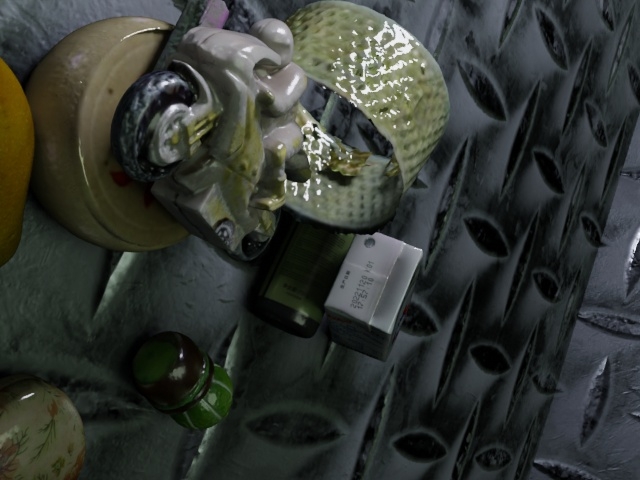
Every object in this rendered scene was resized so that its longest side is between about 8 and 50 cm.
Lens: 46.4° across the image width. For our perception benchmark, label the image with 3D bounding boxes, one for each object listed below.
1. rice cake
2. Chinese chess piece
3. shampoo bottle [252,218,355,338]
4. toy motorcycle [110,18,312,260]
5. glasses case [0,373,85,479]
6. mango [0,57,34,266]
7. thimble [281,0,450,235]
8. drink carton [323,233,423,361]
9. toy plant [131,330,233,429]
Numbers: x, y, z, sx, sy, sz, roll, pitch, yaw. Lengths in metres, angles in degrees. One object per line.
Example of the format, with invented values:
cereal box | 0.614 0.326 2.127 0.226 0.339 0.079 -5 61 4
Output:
rice cake | -0.145 -0.159 0.739 0.047 0.036 0.207 48 58 -54
Chinese chess piece | -0.197 -0.111 0.800 0.250 0.103 0.250 -23 119 -50
shampoo bottle | 0.000 0.000 1.108 0.101 0.101 0.284 43 67 -51
toy motorcycle | -0.083 -0.108 0.754 0.223 0.108 0.341 -63 159 -13
glasses case | -0.397 0.275 0.663 0.425 0.098 0.156 -35 131 -43
mango | -0.318 -0.068 0.659 0.136 0.099 0.227 -30 134 -46
thimble | 0.015 -0.149 0.940 0.150 0.271 0.271 -55 140 -29
drink carton | 0.078 0.093 1.141 0.315 0.106 0.130 76 35 -74
toy plant | -0.169 0.186 0.954 0.093 0.093 0.162 -59 145 -21
